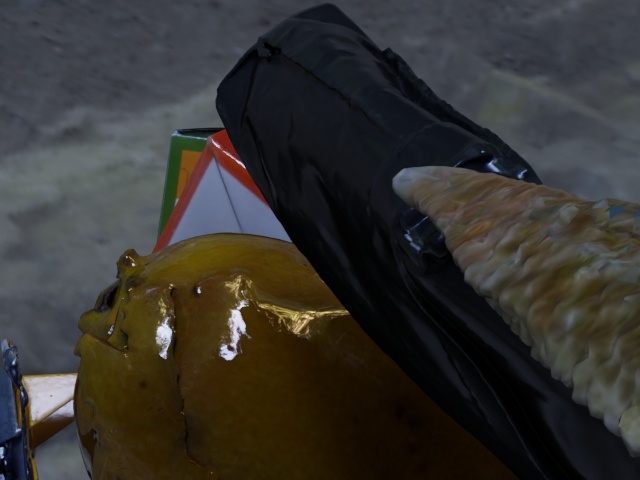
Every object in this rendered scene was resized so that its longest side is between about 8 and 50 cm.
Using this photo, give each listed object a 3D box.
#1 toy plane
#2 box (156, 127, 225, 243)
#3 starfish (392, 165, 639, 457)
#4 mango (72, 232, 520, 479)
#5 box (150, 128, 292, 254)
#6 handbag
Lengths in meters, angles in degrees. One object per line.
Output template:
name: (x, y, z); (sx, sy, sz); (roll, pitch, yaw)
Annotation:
toy plane: (-0.264, 0.262, 1.665); (0.103, 0.204, 0.316); (3, 62, -5)
box: (0.000, 0.000, 1.401); (0.195, 0.177, 0.148); (4, 95, -69)
starfish: (0.156, 0.072, 0.392); (0.398, 0.384, 0.132); (-17, 112, 16)
mango: (0.001, 0.108, 0.957); (0.287, 0.152, 0.201); (39, 67, -19)
box: (-0.032, 0.028, 1.200); (0.099, 0.133, 0.182); (-26, 150, -51)
handbag: (0.069, 0.037, 0.741); (0.080, 0.223, 0.247); (-40, 119, 0)
